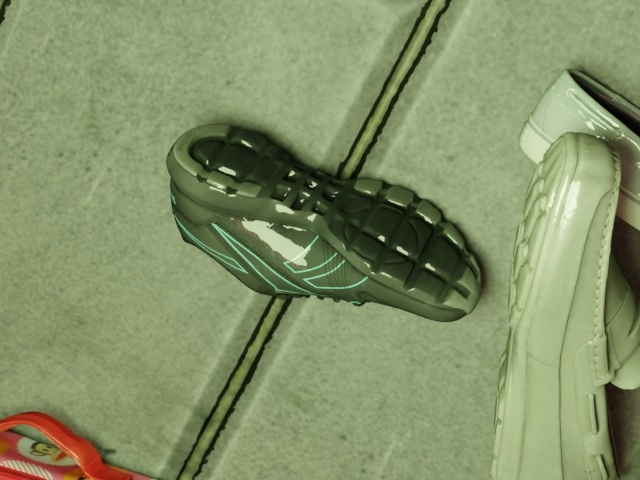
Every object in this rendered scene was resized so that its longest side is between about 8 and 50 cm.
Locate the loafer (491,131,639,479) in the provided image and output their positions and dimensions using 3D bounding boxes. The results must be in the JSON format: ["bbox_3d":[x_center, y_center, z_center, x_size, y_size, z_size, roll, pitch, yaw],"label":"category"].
[{"bbox_3d":[0.190,0.062,0.957,0.111,0.112,0.319,5,131,6],"label":"loafer"}]

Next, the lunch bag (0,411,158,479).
[{"bbox_3d":[-0.263,0.283,1.203,0.293,0.120,0.258,12,106,14],"label":"lunch bag"}]

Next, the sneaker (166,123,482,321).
[{"bbox_3d":[0.000,0.000,1.048,0.267,0.101,0.106,26,135,9],"label":"sneaker"}]

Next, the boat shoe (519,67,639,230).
[{"bbox_3d":[0.254,-0.048,0.939,0.227,0.079,0.081,31,118,11],"label":"boat shoe"}]
